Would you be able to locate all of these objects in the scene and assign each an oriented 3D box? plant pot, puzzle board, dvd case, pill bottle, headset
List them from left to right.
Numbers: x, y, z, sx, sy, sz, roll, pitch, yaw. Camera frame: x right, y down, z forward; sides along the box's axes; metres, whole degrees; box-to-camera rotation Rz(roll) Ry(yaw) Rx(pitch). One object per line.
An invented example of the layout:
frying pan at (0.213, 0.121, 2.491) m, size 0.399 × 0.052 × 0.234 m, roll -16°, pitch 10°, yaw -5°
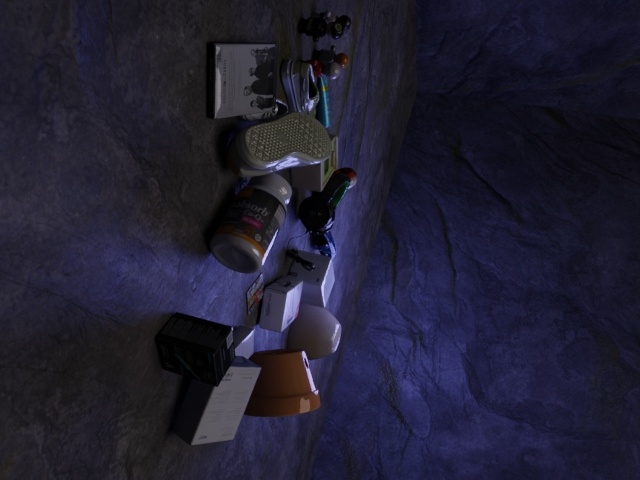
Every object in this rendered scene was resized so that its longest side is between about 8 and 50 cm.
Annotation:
dvd case at (-0.195, -0.413, 1.382) m, size 0.238 × 0.029 × 0.179 m, roll -25°, pitch 128°, yaw -50°
pill bottle at (-0.190, -0.057, 1.537) m, size 0.162 × 0.162 × 0.278 m, roll 81°, pitch 25°, yaw -53°
puzzle board at (-0.225, 0.185, 1.878) m, size 0.128 × 0.011 × 0.096 m, roll -57°, pitch 155°, yaw -53°
plant pot at (-0.151, 0.504, 1.948) m, size 0.291 × 0.290 × 0.204 m, roll 19°, pitch 66°, yaw -74°
plant pot at (-0.013, 0.430, 2.482) m, size 0.284 × 0.190 × 0.284 m, roll 13°, pitch 90°, yaw -75°
headset at (0.009, -0.081, 2.124) m, size 0.394 × 0.185 × 0.243 m, roll -53°, pitch 171°, yaw -4°

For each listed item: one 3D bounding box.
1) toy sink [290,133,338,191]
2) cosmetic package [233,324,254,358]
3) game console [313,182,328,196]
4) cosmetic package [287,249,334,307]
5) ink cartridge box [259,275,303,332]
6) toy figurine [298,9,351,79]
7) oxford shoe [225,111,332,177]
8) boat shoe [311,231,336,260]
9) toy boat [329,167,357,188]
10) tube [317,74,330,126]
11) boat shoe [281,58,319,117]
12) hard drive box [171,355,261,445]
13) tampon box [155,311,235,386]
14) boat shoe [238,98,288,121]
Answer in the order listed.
toy sink at (-0.011, -0.316, 2.027) m, size 0.234 × 0.131 × 0.153 m, roll -61°, pitch 158°, yaw -47°
cosmetic package at (-0.287, 0.367, 1.700) m, size 0.239 × 0.060 × 0.099 m, roll -43°, pitch 140°, yaw -64°
game console at (0.011, -0.224, 2.297) m, size 0.071 × 0.107 × 0.122 m, roll -9°, pitch 113°, yaw -43°
cosmetic package at (-0.036, 0.163, 2.265) m, size 0.184 × 0.151 × 0.151 m, roll 83°, pitch 24°, yaw -53°
ink cartridge box at (-0.146, 0.236, 2.032) m, size 0.218 × 0.092 × 0.159 m, roll -27°, pitch 127°, yaw -73°
toy figurine at (0.024, -0.672, 1.848) m, size 0.209 × 0.148 × 0.213 m, roll -56°, pitch 153°, yaw -54°
oxford shoe at (-0.116, -0.276, 1.578) m, size 0.449 × 0.130 × 0.169 m, roll -26°, pitch 91°, yaw -54°
boat shoe at (0.000, 0.000, 2.413) m, size 0.089 × 0.109 × 0.258 m, roll -54°, pitch 136°, yaw -41°
toy boat at (0.072, -0.287, 2.367) m, size 0.151 × 0.151 × 0.231 m, roll 59°, pitch 11°, yaw -7°
tube at (0.012, -0.549, 2.103) m, size 0.080 × 0.052 × 0.207 m, roll -67°, pitch 157°, yaw -65°
boat shoe at (-0.054, -0.488, 1.811) m, size 0.302 × 0.094 × 0.109 m, roll 59°, pitch 45°, yaw -68°
hard drive box at (-0.292, 0.450, 1.537) m, size 0.181 × 0.089 × 0.232 m, roll 24°, pitch 87°, yaw -56°
tampon box at (-0.311, 0.271, 1.355) m, size 0.101 × 0.161 × 0.120 m, roll -59°, pitch 157°, yaw -50°
boat shoe at (-0.159, -0.386, 1.550) m, size 0.226 × 0.075 × 0.083 m, roll -46°, pitch 144°, yaw -63°
